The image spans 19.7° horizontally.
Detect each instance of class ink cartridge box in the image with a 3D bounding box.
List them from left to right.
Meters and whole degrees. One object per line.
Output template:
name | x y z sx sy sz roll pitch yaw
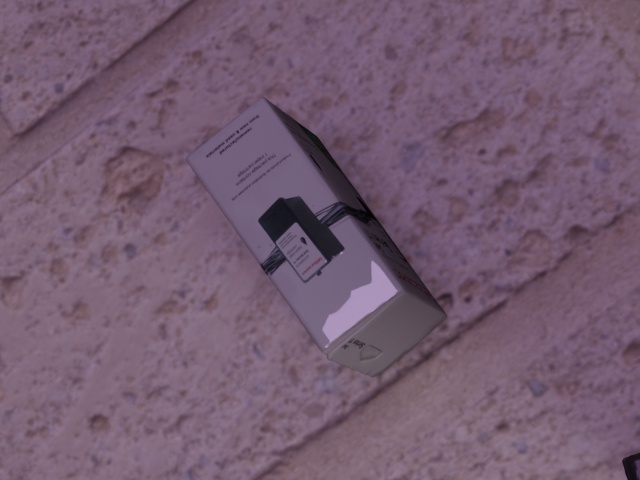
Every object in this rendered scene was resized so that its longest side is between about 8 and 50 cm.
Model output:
ink cartridge box | 0.000 0.000 1.524 0.087 0.153 0.208 -38 71 8

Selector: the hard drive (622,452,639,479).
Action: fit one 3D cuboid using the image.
hard drive | 0.352 0.151 1.273 0.236 0.339 0.064 -19 76 14
